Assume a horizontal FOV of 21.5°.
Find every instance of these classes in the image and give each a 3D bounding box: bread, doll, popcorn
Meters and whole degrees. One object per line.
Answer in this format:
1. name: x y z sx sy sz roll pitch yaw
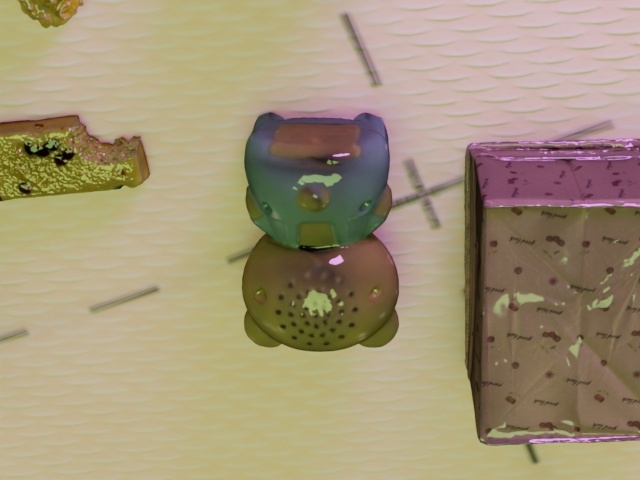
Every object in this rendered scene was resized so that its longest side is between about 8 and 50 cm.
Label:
1. bread: -0.313 -0.093 1.906 0.226 0.049 0.088 -6 113 5
2. doll: 0.000 0.000 1.872 0.177 0.161 0.260 0 112 1
3. popcorn: -0.293 -0.272 1.820 0.083 0.057 0.082 -5 115 2

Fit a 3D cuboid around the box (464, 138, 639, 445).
1. box: 0.277 0.058 1.870 0.225 0.190 0.297 -1 115 2
